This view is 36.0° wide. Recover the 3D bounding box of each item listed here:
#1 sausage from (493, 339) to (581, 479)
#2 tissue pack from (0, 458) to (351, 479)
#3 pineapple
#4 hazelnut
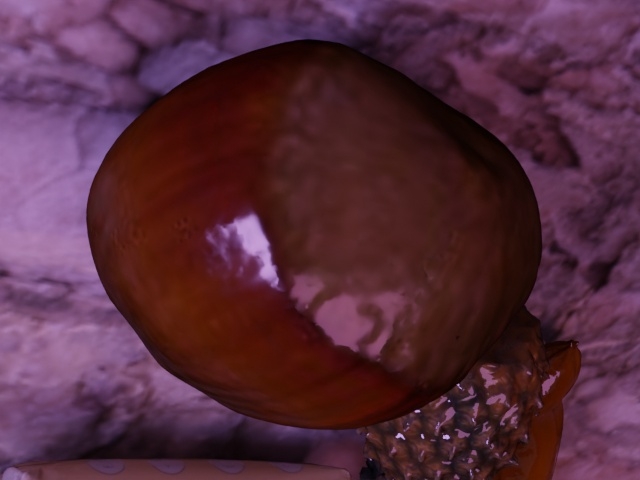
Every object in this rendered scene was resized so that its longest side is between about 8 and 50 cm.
[{"bbox_3d":[0.138,0.142,0.687,0.062,0.054,0.183,-25,132,-45],"label":"sausage"},{"bbox_3d":[-0.086,0.222,0.576,0.222,0.090,0.186,10,76,-33],"label":"tissue pack"},{"bbox_3d":[0.071,0.151,0.630,0.125,0.125,0.251,-4,119,-18],"label":"pineapple"},{"bbox_3d":[0.001,0.009,0.471,0.210,0.186,0.210,-21,128,-29],"label":"hazelnut"}]
